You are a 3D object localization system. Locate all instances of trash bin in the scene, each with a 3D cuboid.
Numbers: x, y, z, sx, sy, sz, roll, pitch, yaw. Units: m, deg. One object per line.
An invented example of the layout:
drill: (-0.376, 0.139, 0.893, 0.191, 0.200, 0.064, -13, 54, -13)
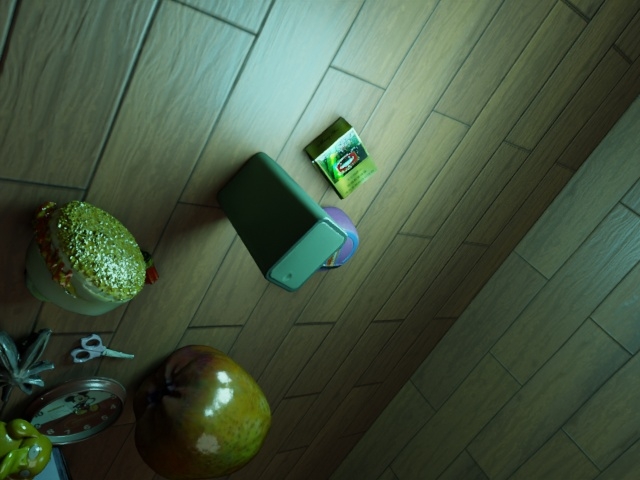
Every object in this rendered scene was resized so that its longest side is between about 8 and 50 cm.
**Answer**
trash bin: (-0.119, -0.059, 1.547, 0.223, 0.343, 0.158, -45, 142, 6)

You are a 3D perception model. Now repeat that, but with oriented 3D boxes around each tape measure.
tape measure: (0.000, 0.000, 1.891, 0.245, 0.149, 0.231, -11, 139, -23)

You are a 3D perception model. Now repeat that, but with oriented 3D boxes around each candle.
candle: (-0.499, 0.086, 1.614, 0.052, 0.052, 0.131, -26, 143, -18)

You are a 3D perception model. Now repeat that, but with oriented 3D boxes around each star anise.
star anise: (-0.844, 0.335, 1.538, 0.198, 0.110, 0.257, 21, 107, -34)

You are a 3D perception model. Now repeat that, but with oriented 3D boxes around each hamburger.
hamburger: (-0.548, 0.039, 1.335, 0.179, 0.276, 0.294, -38, 150, 17)

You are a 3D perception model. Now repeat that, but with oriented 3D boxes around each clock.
clock: (-0.796, 0.549, 1.824, 0.318, 0.080, 0.318, -18, 139, -17)

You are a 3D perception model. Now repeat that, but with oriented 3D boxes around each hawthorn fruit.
hawthorn fruit: (-0.401, 0.599, 1.915, 0.471, 0.472, 0.472, -24, 141, -21)

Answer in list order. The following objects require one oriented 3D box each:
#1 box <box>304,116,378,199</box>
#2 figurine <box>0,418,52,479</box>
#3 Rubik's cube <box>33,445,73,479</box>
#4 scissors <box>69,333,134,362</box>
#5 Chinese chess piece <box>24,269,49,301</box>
box: (0.068, -0.248, 1.740, 0.159, 0.071, 0.240, -39, 144, 4)
figurine: (-0.935, 0.621, 1.664, 0.215, 0.228, 0.215, 22, 90, -77)
Rubik's cube: (-0.969, 0.882, 1.834, 0.310, 0.305, 0.307, -19, 139, -25)
scissors: (-0.677, 0.351, 1.764, 0.110, 0.021, 0.212, -50, 143, 9)
Chinese chess piece: (-0.686, 0.093, 1.452, 0.144, 0.058, 0.144, -26, 143, -21)
